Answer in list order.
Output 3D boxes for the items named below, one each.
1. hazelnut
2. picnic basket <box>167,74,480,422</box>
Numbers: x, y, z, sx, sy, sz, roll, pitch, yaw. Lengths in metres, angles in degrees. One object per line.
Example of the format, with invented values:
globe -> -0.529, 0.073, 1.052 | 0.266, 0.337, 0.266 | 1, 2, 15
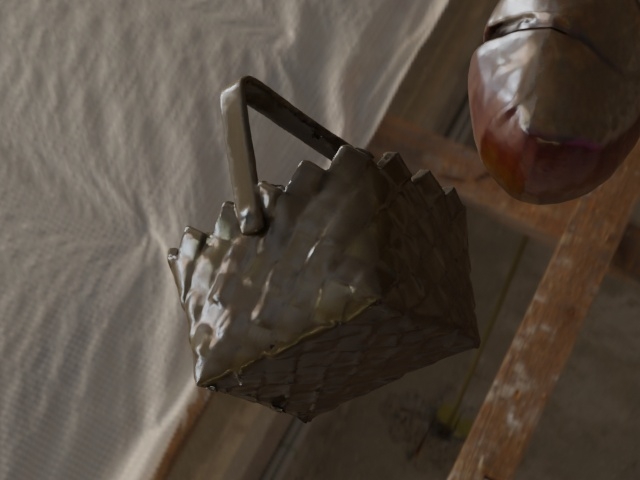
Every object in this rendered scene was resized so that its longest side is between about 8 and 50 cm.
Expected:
hazelnut -> 0.215, -0.138, 1.206 | 0.181, 0.181, 0.212 | 31, -108, -26
picnic basket -> 0.000, 0.000, 1.382 | 0.291, 0.254, 0.321 | -27, -124, 27
